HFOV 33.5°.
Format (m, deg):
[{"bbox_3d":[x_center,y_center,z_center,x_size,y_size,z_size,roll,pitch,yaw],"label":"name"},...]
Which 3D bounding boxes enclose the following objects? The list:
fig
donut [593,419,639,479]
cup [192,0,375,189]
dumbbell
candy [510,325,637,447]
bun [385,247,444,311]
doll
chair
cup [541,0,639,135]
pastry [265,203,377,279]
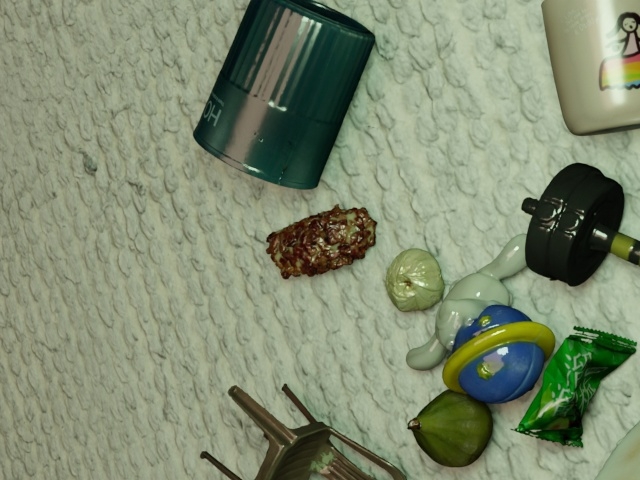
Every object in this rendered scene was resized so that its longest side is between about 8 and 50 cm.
[{"bbox_3d":[0.205,0.318,1.728,0.133,0.185,0.127,-32,87,30],"label":"fig"},{"bbox_3d":[0.518,0.331,1.371,0.382,0.383,0.142,-35,104,32],"label":"donut"},{"bbox_3d":[-0.056,-0.280,1.892,0.242,0.308,0.292,24,108,0],"label":"cup"},{"bbox_3d":[0.456,0.019,1.525,0.388,0.185,0.185,27,107,32],"label":"dumbbell"},{"bbox_3d":[0.382,0.219,1.621,0.078,0.141,0.203,43,116,40],"label":"candy"},{"bbox_3d":[0.154,0.070,1.820,0.115,0.069,0.115,-2,87,40],"label":"bun"},{"bbox_3d":[0.233,0.162,1.704,0.311,0.159,0.243,-42,56,38],"label":"doll"},{"bbox_3d":[-0.025,0.408,1.901,0.326,0.183,0.176,35,112,31],"label":"chair"},{"bbox_3d":[0.458,-0.264,1.530,0.252,0.191,0.201,-9,90,4],"label":"cup"},{"bbox_3d":[0.001,0.002,1.920,0.208,0.097,0.115,-13,95,35],"label":"pastry"}]
